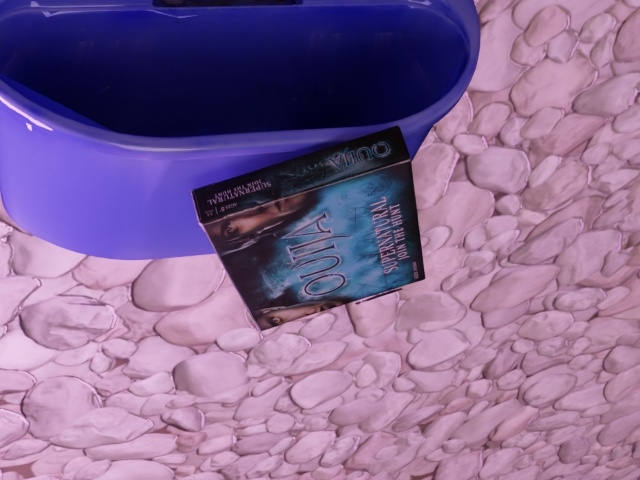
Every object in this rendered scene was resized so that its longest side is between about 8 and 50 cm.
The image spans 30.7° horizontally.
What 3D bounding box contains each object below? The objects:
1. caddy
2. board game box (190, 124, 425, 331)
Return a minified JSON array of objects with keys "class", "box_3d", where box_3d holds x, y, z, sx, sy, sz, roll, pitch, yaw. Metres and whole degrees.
[{"class":"caddy","box_3d":[-0.068,-0.129,0.739,0.341,0.241,0.179,-6,146,-22]},{"class":"board game box","box_3d":[0.000,0.000,0.736,0.126,0.026,0.186,-18,155,1]}]
